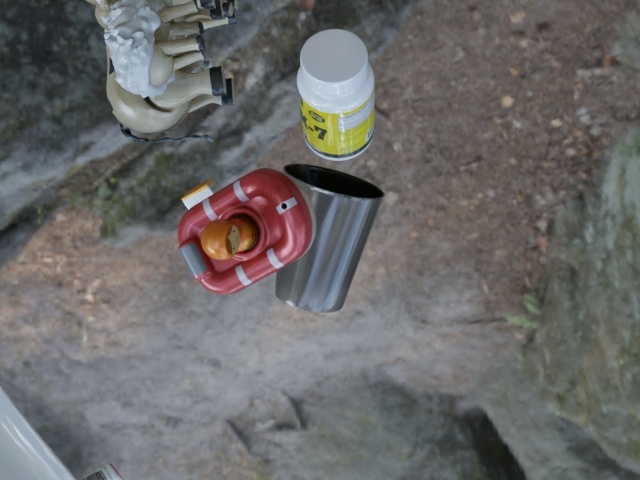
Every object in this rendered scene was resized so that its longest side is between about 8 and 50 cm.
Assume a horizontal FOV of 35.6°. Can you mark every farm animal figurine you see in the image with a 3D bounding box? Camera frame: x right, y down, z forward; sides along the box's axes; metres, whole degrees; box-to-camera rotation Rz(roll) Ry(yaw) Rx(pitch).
[{"bbox_3d":[-0.197,-0.260,1.129,0.172,0.327,0.330,-8,163,4],"label":"farm animal figurine"}]

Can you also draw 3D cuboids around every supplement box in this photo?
[{"bbox_3d":[-0.202,-0.058,1.846,0.062,0.036,0.098,-27,108,21],"label":"supplement box"}]

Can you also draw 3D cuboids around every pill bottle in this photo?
[{"bbox_3d":[0.025,-0.223,1.534,0.119,0.119,0.208,-9,154,-1],"label":"pill bottle"}]

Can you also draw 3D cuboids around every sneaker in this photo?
[{"bbox_3d":[-0.353,0.404,1.544,0.074,0.063,0.170,-21,155,-30],"label":"sneaker"}]

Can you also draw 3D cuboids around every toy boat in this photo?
[{"bbox_3d":[-0.123,-0.009,1.475,0.231,0.151,0.151,-29,178,23],"label":"toy boat"}]

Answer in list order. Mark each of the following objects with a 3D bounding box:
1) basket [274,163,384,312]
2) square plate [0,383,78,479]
[{"bbox_3d":[0.000,0.000,1.767,0.154,0.204,0.227,-5,114,-45],"label":"basket"},{"bbox_3d":[-0.529,0.338,1.303,0.344,0.347,0.049,-37,160,-22],"label":"square plate"}]
